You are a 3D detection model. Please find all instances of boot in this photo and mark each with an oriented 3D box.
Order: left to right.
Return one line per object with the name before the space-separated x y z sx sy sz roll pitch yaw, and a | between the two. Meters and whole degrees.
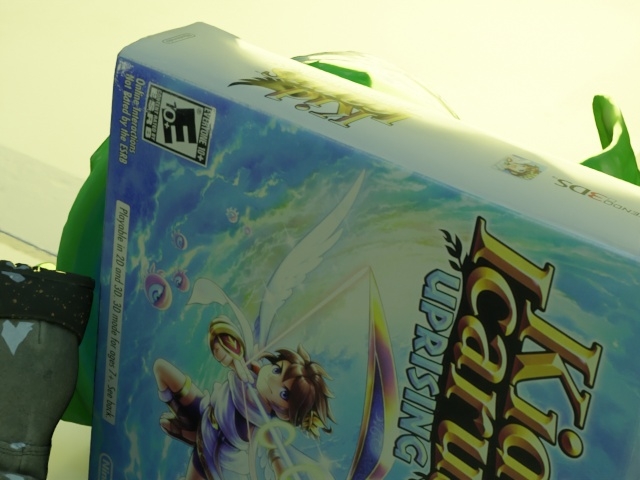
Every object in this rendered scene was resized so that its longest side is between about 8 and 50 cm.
boot | -0.176 0.110 0.692 0.083 0.246 0.161 13 70 -27

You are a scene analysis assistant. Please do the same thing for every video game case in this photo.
video game case | 0.016 0.076 0.625 0.244 0.269 0.061 23 31 27

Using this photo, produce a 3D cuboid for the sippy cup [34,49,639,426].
sippy cup | 0.000 0.000 0.819 0.305 0.240 0.224 17 21 1
